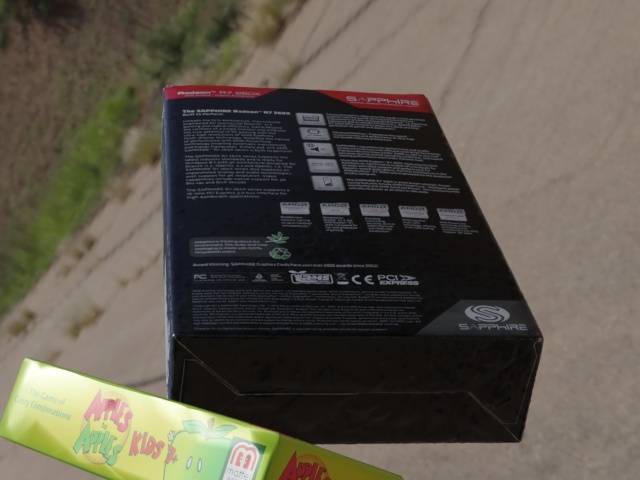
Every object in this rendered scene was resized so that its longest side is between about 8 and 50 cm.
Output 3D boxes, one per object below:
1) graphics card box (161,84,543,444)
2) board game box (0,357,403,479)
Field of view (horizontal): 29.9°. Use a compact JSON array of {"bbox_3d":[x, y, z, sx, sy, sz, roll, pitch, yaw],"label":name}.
[{"bbox_3d":[0.000,0.000,0.878,0.371,0.232,0.094,-106,19,-59],"label":"graphics card box"},{"bbox_3d":[-0.061,0.102,0.570,0.181,0.092,0.043,8,76,42],"label":"board game box"}]
